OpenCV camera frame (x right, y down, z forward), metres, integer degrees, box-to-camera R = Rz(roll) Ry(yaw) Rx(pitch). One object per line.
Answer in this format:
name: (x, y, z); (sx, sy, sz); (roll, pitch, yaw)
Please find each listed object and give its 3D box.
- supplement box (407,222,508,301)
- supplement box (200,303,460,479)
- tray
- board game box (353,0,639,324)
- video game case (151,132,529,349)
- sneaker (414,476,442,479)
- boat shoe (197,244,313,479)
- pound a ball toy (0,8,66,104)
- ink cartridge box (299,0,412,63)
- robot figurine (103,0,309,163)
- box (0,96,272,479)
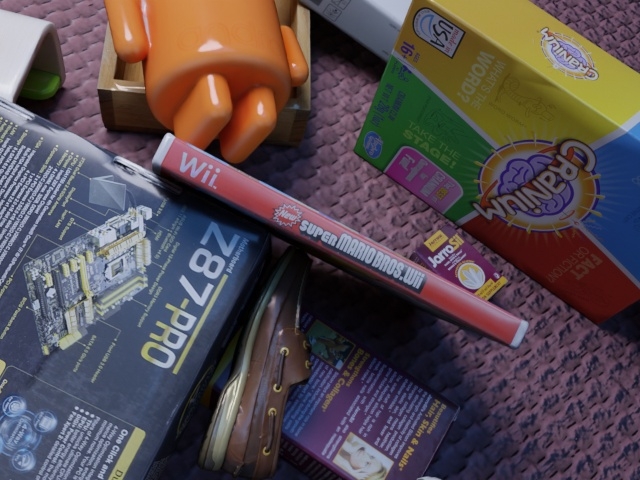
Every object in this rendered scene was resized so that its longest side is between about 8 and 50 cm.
supplement box: (0.132, 0.033, 0.693); (0.055, 0.043, 0.083); (-39, 76, -24)
supplement box: (0.005, 0.139, 0.593); (0.188, 0.081, 0.104); (33, 63, 6)
tray: (-0.117, -0.303, 0.793); (0.203, 0.076, 0.411); (4, 63, -9)
board game box: (0.198, -0.076, 0.650); (0.316, 0.242, 0.064); (36, 64, 8)
video game case: (0.000, 0.000, 0.565); (0.285, 0.204, 0.025); (27, 87, -13)
sneaker: (0.159, 0.289, 0.464); (0.106, 0.162, 0.281); (-32, 95, -43)
boat shoe: (-0.036, 0.091, 0.530); (0.060, 0.064, 0.178); (21, 69, -6)
pound a ball toy: (-0.374, -0.127, 0.617); (0.319, 0.136, 0.208); (13, 62, -4)
ink cartridge box: (0.085, -0.316, 0.805); (0.275, 0.060, 0.239); (31, 53, -16)
robot figurine: (-0.096, -0.178, 0.625); (0.158, 0.128, 0.219); (-12, 68, -1)
box: (-0.259, 0.101, 0.492); (0.318, 0.097, 0.395); (25, 79, 4)
